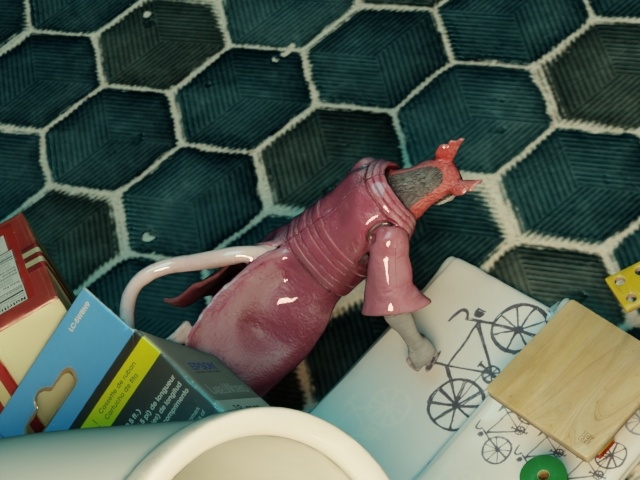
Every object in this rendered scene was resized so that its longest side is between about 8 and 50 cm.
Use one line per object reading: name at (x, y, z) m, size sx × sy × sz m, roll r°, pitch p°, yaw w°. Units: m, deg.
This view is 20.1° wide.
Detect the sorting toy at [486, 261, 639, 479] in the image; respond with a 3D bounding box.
sorting toy at (0.264, 0.139, 1.778) m, size 0.132 × 0.046 × 0.274 m, roll 33°, pitch 70°, yaw 34°

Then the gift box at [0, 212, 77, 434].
gift box at (-0.322, 0.148, 1.909) m, size 0.255 × 0.258 × 0.276 m, roll -28°, pitch 29°, yaw 0°

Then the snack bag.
snack bag at (0.161, 0.178, 1.840) m, size 0.342 × 0.037 × 0.323 m, roll 31°, pitch 69°, yaw 36°

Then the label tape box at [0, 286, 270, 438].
label tape box at (-0.150, 0.237, 1.737) m, size 0.333 × 0.106 × 0.241 m, roll 41°, pitch 106°, yaw 21°

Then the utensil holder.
utensil holder at (-0.157, 0.303, 1.454) m, size 0.385 × 0.327 × 0.328 m, roll -8°, pitch 46°, yaw 47°

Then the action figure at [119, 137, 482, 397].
action figure at (0.000, 0.000, 1.864) m, size 0.370 × 0.275 × 0.248 m, roll -40°, pitch 40°, yaw 21°
